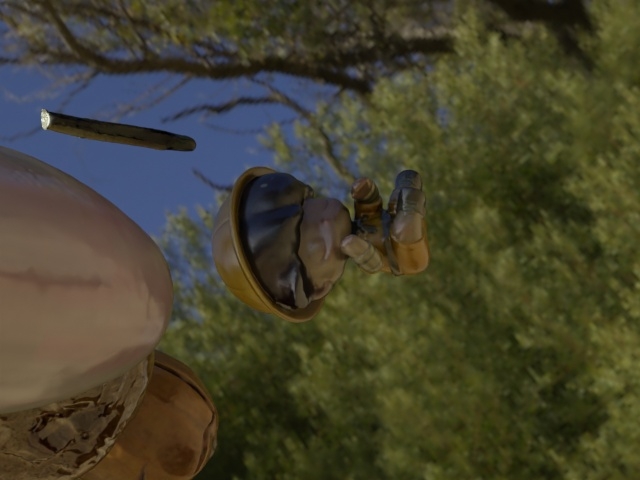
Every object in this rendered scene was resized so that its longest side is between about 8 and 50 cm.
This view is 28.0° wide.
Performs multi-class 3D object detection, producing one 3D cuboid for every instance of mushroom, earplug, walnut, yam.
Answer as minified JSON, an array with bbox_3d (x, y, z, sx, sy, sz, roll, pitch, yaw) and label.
[{"bbox_3d":[-0.257,0.094,1.122,0.278,0.146,0.278,-9,-70,-26],"label":"mushroom"},{"bbox_3d":[-0.193,0.015,0.599,0.301,0.172,0.172,13,-56,-45],"label":"earplug"},{"bbox_3d":[-0.294,0.215,1.701,0.209,0.336,0.209,-60,5,9],"label":"walnut"},{"bbox_3d":[-0.123,-0.066,0.798,0.107,0.014,0.014,8,-51,-36],"label":"yam"}]

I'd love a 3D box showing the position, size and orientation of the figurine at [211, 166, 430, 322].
[{"bbox_3d":[0.000,0.004,1.507,0.256,0.192,0.167,1,-51,6],"label":"figurine"}]
